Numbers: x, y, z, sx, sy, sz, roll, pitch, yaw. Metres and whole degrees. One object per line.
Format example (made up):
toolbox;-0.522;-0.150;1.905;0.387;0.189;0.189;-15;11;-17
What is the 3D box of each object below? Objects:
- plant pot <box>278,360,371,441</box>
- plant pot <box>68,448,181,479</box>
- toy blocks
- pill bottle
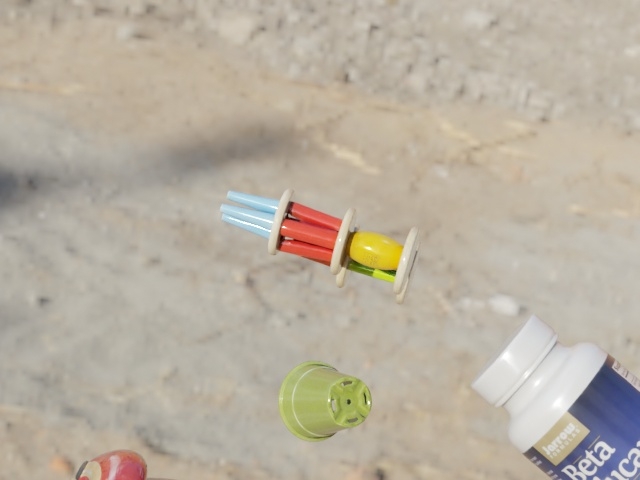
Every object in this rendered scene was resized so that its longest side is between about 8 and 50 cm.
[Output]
plant pot;0.012;0.163;1.709;0.083;0.083;0.079;-2;-2;-28
plant pot;-0.119;0.251;1.170;0.174;0.191;0.191;33;18;-14
toy blocks;0.000;0.000;1.302;0.148;0.054;0.123;17;-7;6
pill bottle;0.191;0.131;1.184;0.169;0.094;0.094;40;26;4
